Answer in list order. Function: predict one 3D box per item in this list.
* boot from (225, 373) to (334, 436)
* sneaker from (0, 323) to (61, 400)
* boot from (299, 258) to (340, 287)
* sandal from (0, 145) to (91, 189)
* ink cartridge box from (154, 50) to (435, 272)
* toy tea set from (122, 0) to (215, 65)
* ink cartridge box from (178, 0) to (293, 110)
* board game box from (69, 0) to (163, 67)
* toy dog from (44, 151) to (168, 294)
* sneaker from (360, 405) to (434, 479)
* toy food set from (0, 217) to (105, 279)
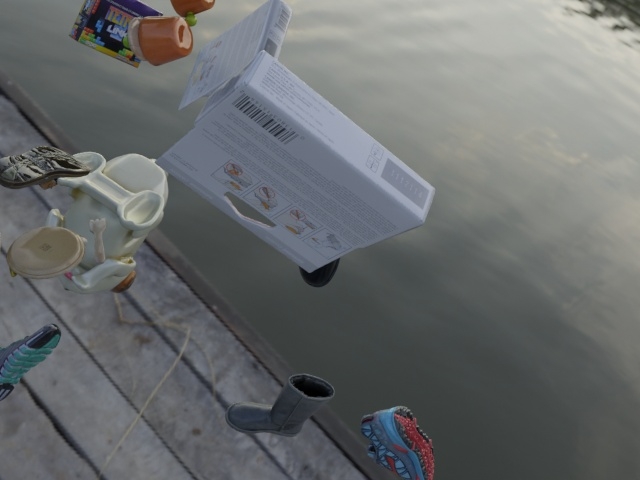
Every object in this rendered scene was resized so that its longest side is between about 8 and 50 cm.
[{"bbox_3d":[-0.090,0.346,1.613,0.190,0.208,0.076,8,58,-15],"label":"boot"},{"bbox_3d":[-0.657,0.239,1.630,0.098,0.224,0.083,47,2,25],"label":"sneaker"},{"bbox_3d":[0.000,0.000,1.638,0.094,0.246,0.207,18,11,5],"label":"boot"},{"bbox_3d":[-0.516,-0.122,1.412,0.090,0.060,0.219,36,25,6],"label":"sandal"},{"bbox_3d":[-0.041,-0.089,1.036,0.296,0.261,0.066,36,56,-22],"label":"ink cartridge box"},{"bbox_3d":[-0.254,-0.428,1.215,0.124,0.200,0.336,-3,51,22],"label":"toy tea set"},{"bbox_3d":[-0.165,-0.349,1.490,0.066,0.232,0.189,33,51,-29],"label":"ink cartridge box"},{"bbox_3d":[-0.455,-0.484,1.718,0.048,0.141,0.170,37,14,35],"label":"board game box"},{"bbox_3d":[-0.588,-0.029,2.054,0.285,0.407,0.395,28,33,-4],"label":"toy dog"},{"bbox_3d":[0.169,0.457,1.687,0.261,0.125,0.104,62,31,-30],"label":"sneaker"},{"bbox_3d":[-0.450,0.022,1.263,0.192,0.038,0.132,-6,43,-13],"label":"toy food set"}]
